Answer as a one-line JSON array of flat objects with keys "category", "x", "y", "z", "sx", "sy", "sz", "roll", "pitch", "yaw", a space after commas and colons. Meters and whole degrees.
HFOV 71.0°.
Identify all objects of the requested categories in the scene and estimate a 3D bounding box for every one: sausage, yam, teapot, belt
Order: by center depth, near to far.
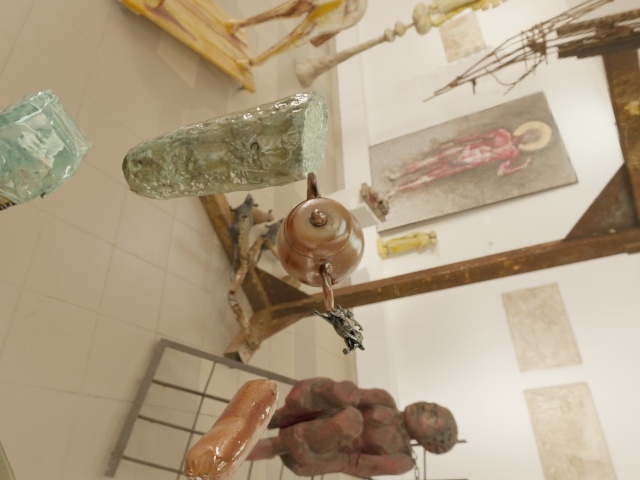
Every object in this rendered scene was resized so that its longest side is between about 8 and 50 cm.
[{"category": "teapot", "x": 0.000, "y": 0.000, "z": 0.540, "sx": 0.116, "sy": 0.116, "sz": 0.173, "roll": 39, "pitch": 38, "yaw": -53}, {"category": "yam", "x": -0.146, "y": -0.134, "z": 0.692, "sx": 0.133, "sy": 0.331, "sz": 0.133, "roll": -10, "pitch": 90, "yaw": -84}, {"category": "belt", "x": -0.522, "y": -0.147, "z": 0.766, "sx": 0.150, "sy": 0.258, "sz": 0.207, "roll": 59, "pitch": 31, "yaw": -30}, {"category": "sausage", "x": -0.149, "y": 0.348, "z": 0.833, "sx": 0.300, "sy": 0.089, "sz": 0.083, "roll": -38, "pitch": 125, "yaw": -72}]

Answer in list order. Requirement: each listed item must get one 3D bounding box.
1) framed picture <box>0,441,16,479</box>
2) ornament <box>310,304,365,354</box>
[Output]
[{"category": "framed picture", "x": -0.420, "y": 0.341, "z": 0.487, "sx": 0.184, "sy": 0.250, "sz": 0.016, "roll": -35, "pitch": 135, "yaw": -29}, {"category": "ornament", "x": 0.035, "y": 0.115, "z": 0.586, "sx": 0.073, "sy": 0.028, "sz": 0.125, "roll": 49, "pitch": 7, "yaw": 21}]
